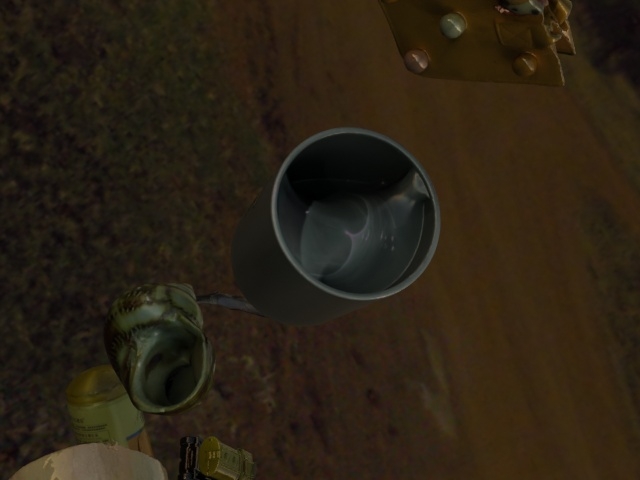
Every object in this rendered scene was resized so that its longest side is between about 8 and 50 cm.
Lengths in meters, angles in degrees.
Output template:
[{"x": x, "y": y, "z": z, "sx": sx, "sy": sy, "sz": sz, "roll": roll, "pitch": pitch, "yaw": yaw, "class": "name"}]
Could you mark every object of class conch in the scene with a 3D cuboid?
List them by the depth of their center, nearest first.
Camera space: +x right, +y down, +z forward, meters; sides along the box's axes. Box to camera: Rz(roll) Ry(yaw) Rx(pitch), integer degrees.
[{"x": -0.203, "y": 0.141, "z": 1.344, "sx": 0.124, "sy": 0.187, "sz": 0.181, "roll": 23, "pitch": 72, "yaw": -59, "class": "conch"}]

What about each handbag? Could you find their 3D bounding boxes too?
[{"x": 0.189, "y": -0.372, "z": 1.386, "sx": 0.133, "sy": 0.283, "sz": 0.401, "roll": -63, "pitch": 145, "yaw": -22, "class": "handbag"}]

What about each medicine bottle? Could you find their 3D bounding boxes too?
[{"x": -0.343, "y": 0.322, "z": 1.666, "sx": 0.124, "sy": 0.124, "sz": 0.239, "roll": -44, "pitch": 126, "yaw": -70, "class": "medicine bottle"}]

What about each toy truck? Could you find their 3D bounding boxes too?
[{"x": -0.105, "y": 0.233, "z": 1.041, "sx": 0.083, "sy": 0.054, "sz": 0.049, "roll": 44, "pitch": 40, "yaw": -53, "class": "toy truck"}]

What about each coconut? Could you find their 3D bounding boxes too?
[{"x": -0.318, "y": 0.396, "z": 1.409, "sx": 0.239, "sy": 0.239, "sz": 0.244, "roll": 38, "pitch": 22, "yaw": -46, "class": "coconut"}]

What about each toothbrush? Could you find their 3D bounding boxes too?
[{"x": -0.163, "y": 0.114, "z": 1.870, "sx": 0.042, "sy": 0.413, "sz": 0.035, "roll": -38, "pitch": 118, "yaw": -34, "class": "toothbrush"}]

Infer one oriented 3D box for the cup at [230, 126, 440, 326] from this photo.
[{"x": 0.000, "y": 0.000, "z": 1.291, "sx": 0.205, "sy": 0.205, "sz": 0.312, "roll": 61, "pitch": -21, "yaw": 3, "class": "cup"}]
